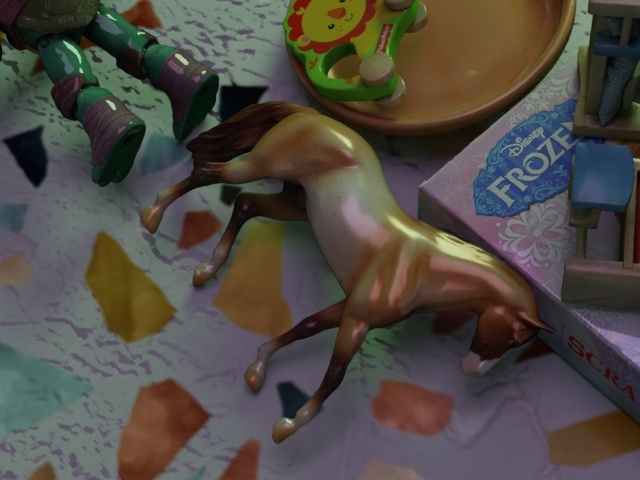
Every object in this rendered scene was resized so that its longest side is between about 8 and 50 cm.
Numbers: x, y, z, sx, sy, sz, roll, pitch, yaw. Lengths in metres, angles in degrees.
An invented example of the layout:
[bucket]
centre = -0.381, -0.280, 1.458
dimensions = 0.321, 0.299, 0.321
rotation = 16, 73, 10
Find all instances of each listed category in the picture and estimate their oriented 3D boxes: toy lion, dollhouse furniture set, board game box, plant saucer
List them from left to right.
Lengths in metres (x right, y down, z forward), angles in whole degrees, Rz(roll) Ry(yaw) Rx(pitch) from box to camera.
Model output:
[toy lion]
centre = 0.017, -0.135, 1.054
dimensions = 0.096, 0.034, 0.100
rotation = 2, 59, 26
[plant saucer]
centre = 0.076, -0.149, 1.085
dimensions = 0.200, 0.037, 0.200
rotation = -8, 57, 12
[dollhouse furniture set]
centre = 0.212, -0.069, 0.917
dimensions = 0.129, 0.129, 0.184
rotation = 5, 58, 7
[board game box]
centre = 0.282, -0.019, 0.999
dimensions = 0.318, 0.066, 0.318
rotation = -40, 65, -19

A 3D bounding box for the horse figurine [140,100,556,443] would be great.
[horse figurine]
centre = 0.000, 0.000, 0.986
dimensions = 0.174, 0.066, 0.263
rotation = -37, 62, 6

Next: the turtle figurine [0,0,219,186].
[turtle figurine]
centre = -0.189, -0.144, 1.074
dimensions = 0.234, 0.118, 0.175
rotation = 40, 69, 16
